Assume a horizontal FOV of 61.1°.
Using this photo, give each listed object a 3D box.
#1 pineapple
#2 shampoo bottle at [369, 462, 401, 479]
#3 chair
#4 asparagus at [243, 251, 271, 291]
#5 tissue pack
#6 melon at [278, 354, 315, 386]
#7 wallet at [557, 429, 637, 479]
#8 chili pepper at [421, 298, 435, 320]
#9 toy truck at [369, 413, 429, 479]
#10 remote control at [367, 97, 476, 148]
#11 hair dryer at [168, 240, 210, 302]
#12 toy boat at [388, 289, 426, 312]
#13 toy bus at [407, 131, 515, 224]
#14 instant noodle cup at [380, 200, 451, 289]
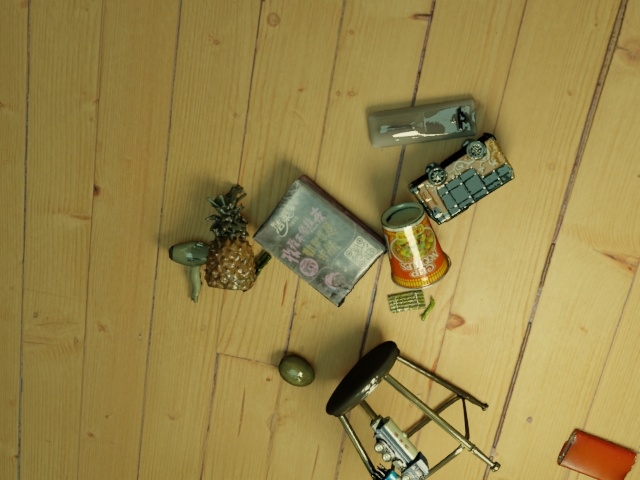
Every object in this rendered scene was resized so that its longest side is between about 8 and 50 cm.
[{"bbox_3d":[-0.280,-0.015,1.701,0.169,0.169,0.340,1,84,9],"label":"pineapple"},{"bbox_3d":[0.219,0.695,1.504,0.183,0.050,0.087,41,135,7],"label":"shampoo bottle"},{"bbox_3d":[0.260,0.553,1.683,0.410,0.364,0.362,46,106,1],"label":"chair"},{"bbox_3d":[-0.215,0.108,1.804,0.036,0.030,0.165,31,106,-10],"label":"asparagus"},{"bbox_3d":[0.000,0.000,1.702,0.361,0.122,0.259,38,104,1],"label":"tissue pack"},{"bbox_3d":[-0.080,0.441,1.829,0.130,0.098,0.098,30,106,1],"label":"melon"},{"bbox_3d":[0.899,0.711,1.768,0.204,0.045,0.142,20,108,5],"label":"wallet"},{"bbox_3d":[0.348,0.224,1.744,0.017,0.030,0.083,32,102,20],"label":"chili pepper"},{"bbox_3d":[0.213,0.571,1.489,0.088,0.074,0.202,-41,85,8],"label":"toy truck"},{"bbox_3d":[0.299,-0.343,1.599,0.313,0.055,0.109,-6,103,10],"label":"remote control"},{"bbox_3d":[-0.370,0.091,1.811,0.219,0.088,0.225,-15,114,8],"label":"hair dryer"},{"bbox_3d":[0.280,0.199,1.755,0.115,0.016,0.063,-12,102,11],"label":"toy boat"},{"bbox_3d":[0.406,-0.178,1.582,0.275,0.138,0.167,-33,99,13],"label":"toy bus"},{"bbox_3d":[0.267,0.004,1.586,0.193,0.193,0.212,-16,123,12],"label":"instant noodle cup"}]
